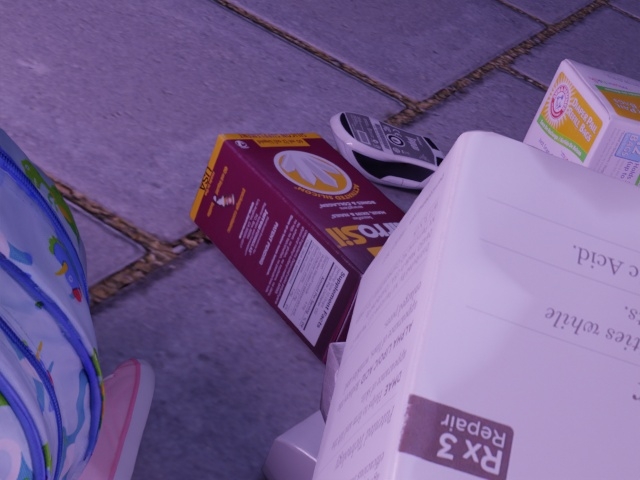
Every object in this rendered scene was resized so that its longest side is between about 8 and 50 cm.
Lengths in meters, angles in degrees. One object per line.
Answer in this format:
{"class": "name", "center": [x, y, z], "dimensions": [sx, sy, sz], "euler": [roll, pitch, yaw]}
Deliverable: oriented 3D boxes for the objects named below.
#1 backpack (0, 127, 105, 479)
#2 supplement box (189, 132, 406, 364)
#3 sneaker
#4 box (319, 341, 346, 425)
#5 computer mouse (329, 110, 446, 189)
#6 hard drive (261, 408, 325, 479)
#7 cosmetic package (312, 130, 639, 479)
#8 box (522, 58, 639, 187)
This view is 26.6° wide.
{"class": "backpack", "center": [-0.262, 0.020, 0.582], "dimensions": [0.355, 0.290, 0.273], "euler": [36, 15, -46]}
{"class": "supplement box", "center": [0.000, 0.000, 1.013], "dimensions": [0.104, 0.081, 0.188], "euler": [-5, 38, -42]}
{"class": "sneaker", "center": [-0.137, 0.103, 0.761], "dimensions": [0.070, 0.051, 0.134], "euler": [23, 31, -10]}
{"class": "box", "center": [0.116, 0.139, 0.684], "dimensions": [0.183, 0.056, 0.231], "euler": [-3, 40, -15]}
{"class": "computer mouse", "center": [0.087, -0.069, 1.247], "dimensions": [0.193, 0.042, 0.106], "euler": [16, 32, -23]}
{"class": "hard drive", "center": [0.128, 0.142, 0.897], "dimensions": [0.203, 0.040, 0.307], "euler": [33, 29, 21]}
{"class": "cosmetic package", "center": [0.090, 0.179, 0.488], "dimensions": [0.217, 0.156, 0.385], "euler": [16, 61, -7]}
{"class": "box", "center": [0.215, -0.025, 1.080], "dimensions": [0.114, 0.203, 0.103], "euler": [11, 29, -20]}
